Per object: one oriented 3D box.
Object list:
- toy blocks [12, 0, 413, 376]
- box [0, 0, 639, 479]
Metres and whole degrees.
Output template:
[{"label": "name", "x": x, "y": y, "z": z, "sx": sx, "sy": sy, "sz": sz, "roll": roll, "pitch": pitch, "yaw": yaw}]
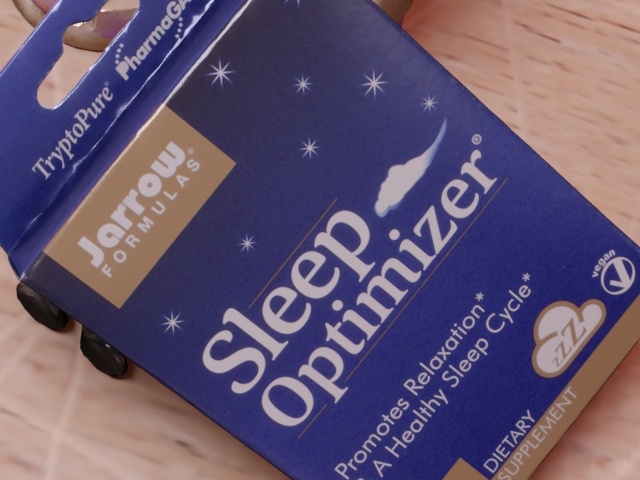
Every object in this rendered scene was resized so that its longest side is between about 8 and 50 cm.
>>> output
[{"label": "toy blocks", "x": -0.072, "y": -0.182, "z": 0.560, "sx": 0.288, "sy": 0.260, "sz": 0.309, "roll": 35, "pitch": 63, "yaw": 11}, {"label": "box", "x": 0.000, "y": 0.000, "z": 0.506, "sx": 0.225, "sy": 0.036, "sz": 0.136, "roll": 39, "pitch": 89, "yaw": -22}]
